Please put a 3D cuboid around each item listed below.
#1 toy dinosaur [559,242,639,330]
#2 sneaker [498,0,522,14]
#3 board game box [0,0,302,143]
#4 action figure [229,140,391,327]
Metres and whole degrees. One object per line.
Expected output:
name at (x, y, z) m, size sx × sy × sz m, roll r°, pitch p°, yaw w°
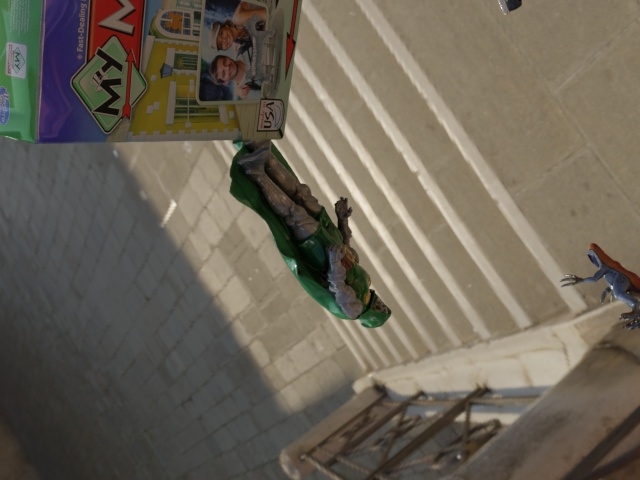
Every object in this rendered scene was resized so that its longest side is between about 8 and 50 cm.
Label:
toy dinosaur at (0.252, 0.033, 0.664) m, size 0.090 × 0.047 × 0.082 m, roll -24°, pitch 54°, yaw 32°
sneaker at (0.291, -0.397, 1.238) m, size 0.035 × 0.031 × 0.083 m, roll -16°, pitch 125°, yaw 23°
board game box at (-0.078, -0.216, 0.451) m, size 0.046 × 0.213 × 0.318 m, roll 16°, pitch 106°, yaw 30°
action figure at (0.000, 0.000, 0.749) m, size 0.063 × 0.137 × 0.232 m, roll -23°, pitch 120°, yaw 23°
